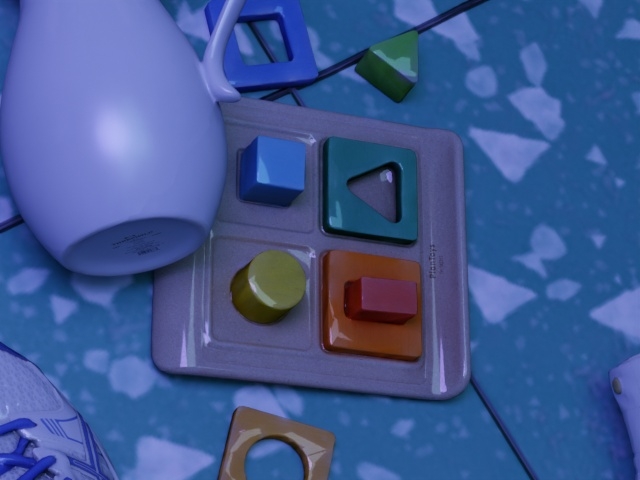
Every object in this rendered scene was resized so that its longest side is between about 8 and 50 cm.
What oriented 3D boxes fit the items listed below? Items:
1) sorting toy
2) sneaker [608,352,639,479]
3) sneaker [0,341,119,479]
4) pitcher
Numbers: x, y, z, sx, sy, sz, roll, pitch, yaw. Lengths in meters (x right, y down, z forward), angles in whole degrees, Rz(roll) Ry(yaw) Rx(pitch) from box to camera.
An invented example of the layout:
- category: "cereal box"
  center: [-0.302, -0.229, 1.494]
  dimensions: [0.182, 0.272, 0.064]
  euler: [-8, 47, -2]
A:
- category: "sorting toy"
  center: [0.000, 0.000, 0.989]
  dimensions: [0.196, 0.047, 0.348]
  euler: [6, 69, -17]
- category: "sneaker"
  center: [0.322, 0.101, 1.029]
  dimensions: [0.292, 0.108, 0.169]
  euler: [-10, 77, -21]
- category: "sneaker"
  center: [-0.129, 0.158, 0.841]
  dimensions: [0.112, 0.131, 0.296]
  euler: [-29, 80, -24]
- category: "pitcher"
  center: [-0.101, -0.098, 0.932]
  dimensions: [0.177, 0.125, 0.207]
  euler: [-19, 69, 15]
